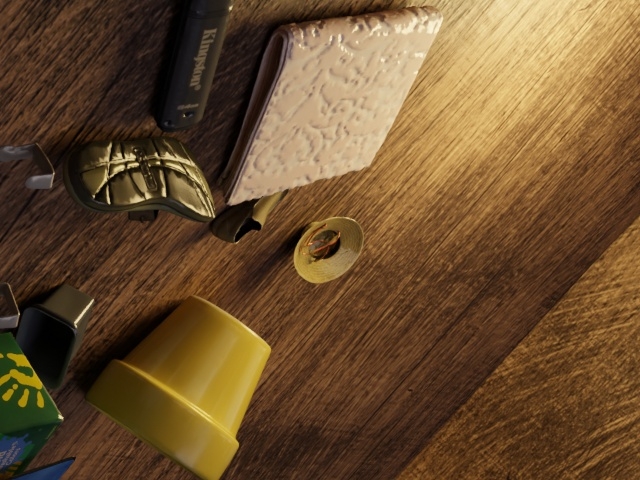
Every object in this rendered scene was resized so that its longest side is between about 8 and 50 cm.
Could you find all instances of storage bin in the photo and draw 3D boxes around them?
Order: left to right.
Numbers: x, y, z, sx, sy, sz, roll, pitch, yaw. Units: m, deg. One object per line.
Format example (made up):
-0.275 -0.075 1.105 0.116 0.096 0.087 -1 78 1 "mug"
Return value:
-0.384 0.129 1.913 0.135 0.098 0.091 -66 175 36 "storage bin"

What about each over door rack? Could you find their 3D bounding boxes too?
-0.470 -0.028 1.430 0.324 0.108 0.239 5 132 -19 "over door rack"

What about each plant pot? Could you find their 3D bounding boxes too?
-0.211 0.231 2.154 0.239 0.254 0.254 -55 157 -12 "plant pot"

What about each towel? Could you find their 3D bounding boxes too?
0.011 -0.212 2.017 0.332 0.053 0.317 -18 144 -43 "towel"

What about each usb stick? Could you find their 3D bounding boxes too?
-0.158 -0.255 1.709 0.077 0.045 0.278 -23 148 -39 "usb stick"

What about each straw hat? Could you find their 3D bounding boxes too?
0.000 0.000 2.306 0.144 0.061 0.144 -20 132 -24 "straw hat"

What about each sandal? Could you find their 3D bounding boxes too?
-0.249 -0.077 1.795 0.086 0.120 0.303 -26 163 30 "sandal"

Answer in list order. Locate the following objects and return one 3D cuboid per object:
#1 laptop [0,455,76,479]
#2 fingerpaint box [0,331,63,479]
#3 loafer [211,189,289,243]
-0.509 0.516 1.723 0.236 0.408 0.382 20 129 -26 "laptop"
-0.607 0.340 1.733 0.371 0.163 0.445 -6 143 -52 "fingerpaint box"
-0.103 -0.043 2.101 0.148 0.050 0.056 -40 154 -11 "loafer"
